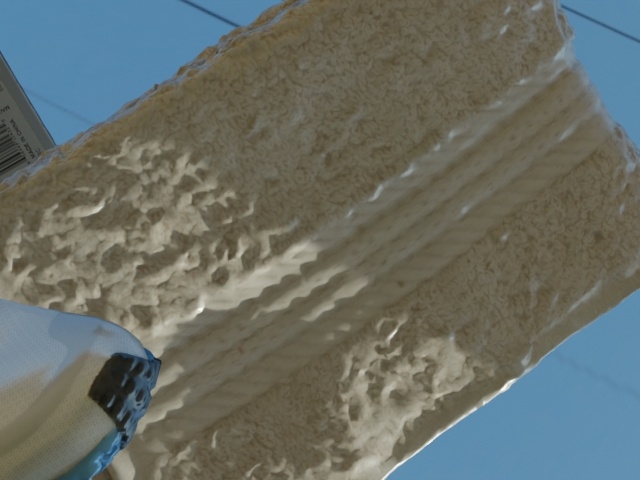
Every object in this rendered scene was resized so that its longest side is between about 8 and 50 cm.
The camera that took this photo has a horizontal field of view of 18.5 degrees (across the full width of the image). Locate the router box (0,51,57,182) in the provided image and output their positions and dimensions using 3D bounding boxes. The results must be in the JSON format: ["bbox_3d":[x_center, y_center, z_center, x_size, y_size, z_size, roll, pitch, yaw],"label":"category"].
[{"bbox_3d":[-0.137,0.060,1.000,0.081,0.243,0.309,-31,-88,-16],"label":"router box"}]

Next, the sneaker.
[{"bbox_3d":[-0.126,0.032,0.508,0.190,0.071,0.083,-5,-53,37],"label":"sneaker"}]

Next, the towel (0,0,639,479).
[{"bbox_3d":[0.000,0.000,0.795,0.282,0.049,0.187,-35,-72,-11],"label":"towel"}]
